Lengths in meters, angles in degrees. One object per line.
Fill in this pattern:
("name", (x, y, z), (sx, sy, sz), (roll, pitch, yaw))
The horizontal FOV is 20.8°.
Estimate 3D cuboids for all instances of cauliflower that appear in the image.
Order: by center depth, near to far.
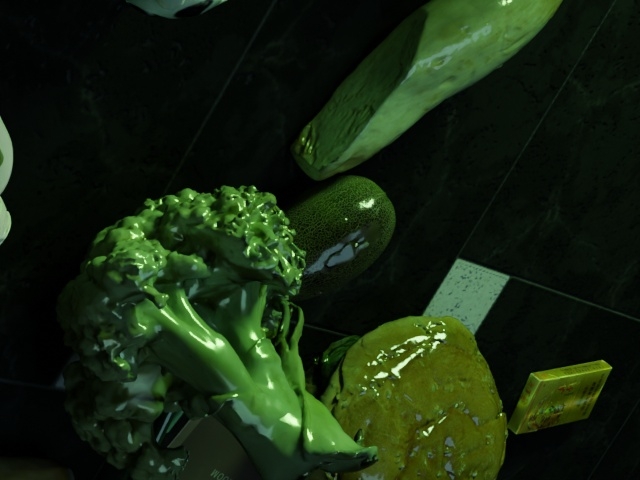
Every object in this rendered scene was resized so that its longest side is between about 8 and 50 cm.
("cauliflower", (-0.115, 0.103, 1.534), (0.260, 0.281, 0.327), (-23, 154, 15))

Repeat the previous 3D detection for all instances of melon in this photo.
("melon", (0.000, 0.000, 1.708), (0.162, 0.099, 0.099), (-34, 141, -14))

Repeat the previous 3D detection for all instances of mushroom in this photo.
("mushroom", (0.111, -0.179, 1.690), (0.333, 0.087, 0.107), (-35, 142, -18))

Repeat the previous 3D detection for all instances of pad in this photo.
("pad", (-0.099, 0.264, 1.906), (0.176, 0.002, 0.266), (-50, 144, -2))

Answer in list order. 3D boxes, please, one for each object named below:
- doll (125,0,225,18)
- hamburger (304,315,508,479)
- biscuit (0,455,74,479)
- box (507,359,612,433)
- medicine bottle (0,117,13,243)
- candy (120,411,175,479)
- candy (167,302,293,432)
("doll", (-0.123, -0.246, 1.357), (0.181, 0.110, 0.107), (80, 18, -44))
("hamburger", (0.094, 0.219, 1.901), (0.285, 0.134, 0.265), (-37, 110, -29))
("biscuit", (-0.373, 0.293, 1.582), (0.291, 0.062, 0.237), (6, 116, -49))
("box", (0.314, 0.205, 2.288), (0.156, 0.022, 0.089), (-3, 122, -46))
("medicine bottle", (-0.301, -0.074, 1.333), (0.115, 0.078, 0.219), (-40, 143, -19))
("candy", (-0.196, 0.261, 1.729), (0.119, 0.119, 0.440), (23, 96, -53))
("candy", (-0.099, 0.121, 1.752), (0.062, 0.058, 0.194), (27, 108, -45))
